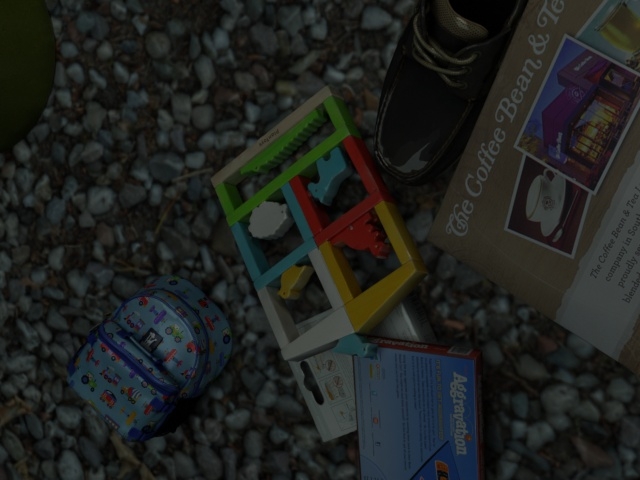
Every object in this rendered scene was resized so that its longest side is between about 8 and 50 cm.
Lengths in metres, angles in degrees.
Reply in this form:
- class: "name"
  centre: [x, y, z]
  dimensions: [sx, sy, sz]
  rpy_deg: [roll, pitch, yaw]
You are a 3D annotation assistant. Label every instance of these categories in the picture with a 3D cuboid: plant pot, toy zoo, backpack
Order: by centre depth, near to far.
- class: "toy zoo"
  centre: [0.000, 0.000, 1.260]
  dimensions: [0.192, 0.030, 0.293]
  rpy_deg: [-37, 63, 25]
- class: "backpack"
  centre: [-0.199, 0.135, 1.371]
  dimensions: [0.158, 0.117, 0.173]
  rpy_deg: [44, 109, 13]
- class: "plant pot"
  centre: [-0.522, -0.232, 1.376]
  dimensions: [0.274, 0.293, 0.275]
  rpy_deg: [3, 98, 25]

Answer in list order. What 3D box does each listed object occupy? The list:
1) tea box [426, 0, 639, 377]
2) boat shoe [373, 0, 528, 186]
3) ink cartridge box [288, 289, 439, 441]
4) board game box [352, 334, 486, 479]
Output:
- class: "tea box"
  centre: [0.302, -0.115, 0.950]
  dimensions: [0.220, 0.323, 0.329]
  rpy_deg: [34, 121, 24]
- class: "boat shoe"
  centre: [0.138, -0.219, 1.158]
  dimensions: [0.132, 0.130, 0.355]
  rpy_deg: [30, 108, 19]
- class: "ink cartridge box"
  centre: [0.052, 0.138, 1.302]
  dimensions: [0.179, 0.045, 0.145]
  rpy_deg: [-27, 85, 35]
- class: "board game box"
  centre: [0.111, 0.245, 1.257]
  dimensions: [0.145, 0.027, 0.281]
  rpy_deg: [6, 111, 27]
